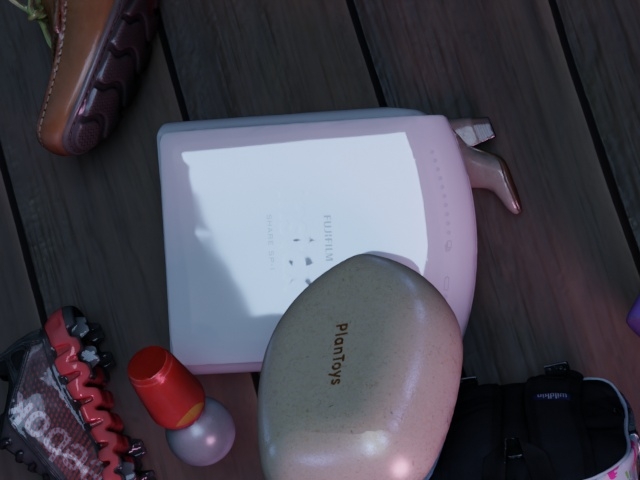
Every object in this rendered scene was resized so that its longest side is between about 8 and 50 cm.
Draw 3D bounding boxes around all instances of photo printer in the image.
[{"bbox_3d":[0.000,0.000,1.732,0.307,0.107,0.256,-3,90,7],"label":"photo printer"}]

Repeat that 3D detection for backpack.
[{"bbox_3d":[0.187,0.236,1.605,0.225,0.253,0.191,-7,99,6],"label":"backpack"}]

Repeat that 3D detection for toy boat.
[{"bbox_3d":[-0.017,0.142,1.606,0.318,0.148,0.267,-7,48,24],"label":"toy boat"}]

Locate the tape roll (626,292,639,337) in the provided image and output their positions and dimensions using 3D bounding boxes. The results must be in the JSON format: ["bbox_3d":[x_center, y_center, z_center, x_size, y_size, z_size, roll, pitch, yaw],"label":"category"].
[{"bbox_3d":[0.418,0.100,1.582,0.274,0.275,0.090,28,84,12],"label":"tape roll"}]

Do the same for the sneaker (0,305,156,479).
[{"bbox_3d":[-0.250,0.210,1.748,0.135,0.097,0.276,-23,76,3],"label":"sneaker"}]

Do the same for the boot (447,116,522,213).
[{"bbox_3d":[0.145,-0.068,1.774,0.087,0.042,0.118,-22,77,10],"label":"boot"}]

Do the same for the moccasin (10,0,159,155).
[{"bbox_3d":[-0.246,-0.272,1.812,0.147,0.139,0.380,5,80,10],"label":"moccasin"}]
